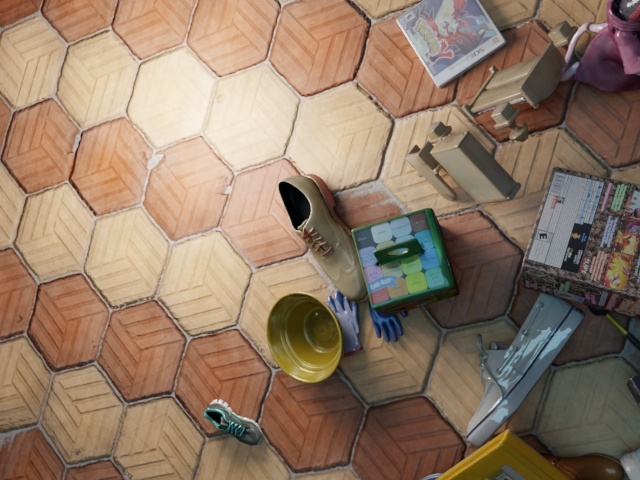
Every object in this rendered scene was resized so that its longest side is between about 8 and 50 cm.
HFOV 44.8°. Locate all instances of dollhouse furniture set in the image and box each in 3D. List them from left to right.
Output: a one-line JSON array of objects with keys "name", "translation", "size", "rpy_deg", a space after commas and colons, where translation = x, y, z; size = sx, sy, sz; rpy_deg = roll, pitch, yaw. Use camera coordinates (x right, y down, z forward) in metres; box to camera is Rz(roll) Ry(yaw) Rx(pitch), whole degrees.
[{"name": "dollhouse furniture set", "translation": [0.408, -0.267, 1.711], "size": [0.174, 0.303, 0.355], "rpy_deg": [44, 71, -18]}]

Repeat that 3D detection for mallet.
[{"name": "mallet", "translation": [0.637, 0.188, 1.632], "size": [0.190, 0.062, 0.039], "rpy_deg": [44, 106, 2]}]

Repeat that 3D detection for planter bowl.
[{"name": "planter bowl", "translation": [-0.016, 0.219, 1.824], "size": [0.217, 0.090, 0.217], "rpy_deg": [6, 100, 35]}]

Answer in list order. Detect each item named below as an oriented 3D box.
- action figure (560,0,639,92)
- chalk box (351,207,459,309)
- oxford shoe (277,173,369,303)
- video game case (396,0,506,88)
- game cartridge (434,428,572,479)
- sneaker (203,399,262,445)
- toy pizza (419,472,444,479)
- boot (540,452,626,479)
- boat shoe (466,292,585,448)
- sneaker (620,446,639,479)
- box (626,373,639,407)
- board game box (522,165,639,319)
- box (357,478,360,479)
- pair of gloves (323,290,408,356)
[{"name": "action figure", "translation": [0.608, -0.434, 1.504], "size": [0.276, 0.370, 0.248], "rpy_deg": [19, 91, 23]}, {"name": "chalk box", "translation": [0.183, 0.048, 1.657], "size": [0.180, 0.289, 0.179], "rpy_deg": [-16, 79, 11]}, {"name": "oxford shoe", "translation": [0.000, 0.000, 1.812], "size": [0.123, 0.130, 0.348], "rpy_deg": [-42, 69, 30]}, {"name": "video game case", "translation": [0.302, -0.486, 1.805], "size": [0.183, 0.023, 0.201], "rpy_deg": [-33, 76, 15]}, {"name": "game cartridge", "translation": [0.416, 0.553, 1.565], "size": [0.324, 0.053, 0.285], "rpy_deg": [40, 135, 5]}, {"name": "sneaker", "translation": [-0.220, 0.454, 1.902], "size": [0.166, 0.076, 0.065], "rpy_deg": [26, 96, 20]}, {"name": "toy pizza", "translation": [0.282, 0.620, 1.730], "size": [0.201, 0.032, 0.201], "rpy_deg": [-2, 85, 21]}, {"name": "boot", "translation": [0.522, 0.482, 1.586], "size": [0.197, 0.152, 0.072], "rpy_deg": [-2, 85, 20]}, {"name": "boat shoe", "translation": [0.394, 0.259, 1.660], "size": [0.156, 0.136, 0.367], "rpy_deg": [37, 96, 18]}, {"name": "sneaker", "translation": [0.757, 0.547, 1.506], "size": [0.150, 0.135, 0.366], "rpy_deg": [-40, 75, 17]}, {"name": "box", "translation": [0.791, 0.314, 1.484], "size": [0.307, 0.076, 0.242], "rpy_deg": [-25, 65, 5]}, {"name": "board game box", "translation": [0.583, 0.010, 1.571], "size": [0.291, 0.141, 0.232], "rpy_deg": [16, 74, 21]}, {"name": "box", "translation": [-0.001, 0.666, 1.709], "size": [0.231, 0.262, 0.126], "rpy_deg": [-40, 74, 14]}, {"name": "pair of gloves", "translation": [0.106, 0.178, 1.831], "size": [0.198, 0.023, 0.159], "rpy_deg": [-22, 81, 18]}]
